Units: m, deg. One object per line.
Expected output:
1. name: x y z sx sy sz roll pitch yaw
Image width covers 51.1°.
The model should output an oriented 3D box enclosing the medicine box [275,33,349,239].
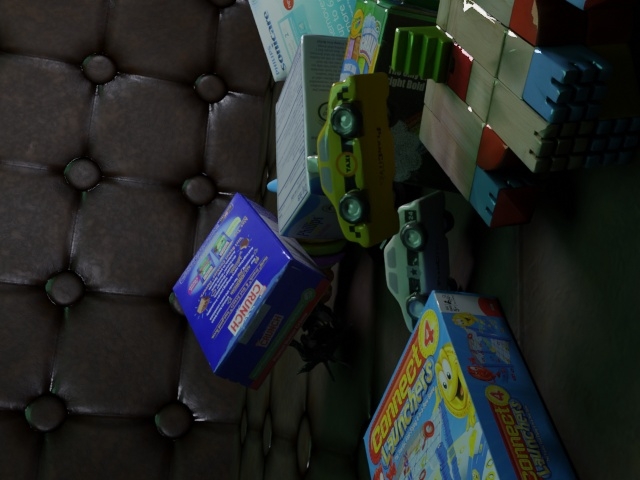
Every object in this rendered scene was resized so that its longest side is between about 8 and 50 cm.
1. medicine box: 0.014 -0.173 1.213 0.263 0.149 0.290 133 136 -70

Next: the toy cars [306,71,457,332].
1. toy cars: 0.079 -0.030 0.828 0.394 0.087 0.177 54 -130 -43

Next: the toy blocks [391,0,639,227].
1. toy blocks: 0.208 -0.168 0.657 0.261 0.190 0.382 -114 22 -49

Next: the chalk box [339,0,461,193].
1. chalk box: 0.135 -0.239 0.936 0.179 0.180 0.289 -114 35 -64

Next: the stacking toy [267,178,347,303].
1. stacking toy: 0.000 0.000 1.477 0.175 0.165 0.302 17 117 47

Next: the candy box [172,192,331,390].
1. candy box: -0.150 0.093 1.359 0.268 0.122 0.317 -55 35 9

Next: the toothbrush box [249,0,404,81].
1. toothbrush box: 0.008 -0.451 1.244 0.295 0.126 0.217 -12 98 51

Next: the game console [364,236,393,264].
1. game console: 0.121 -0.034 1.238 0.107 0.071 0.122 56 148 23

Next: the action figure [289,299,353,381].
1. action figure: -0.045 0.167 1.400 0.164 0.141 0.276 -48 51 16

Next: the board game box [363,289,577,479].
1. board game box: 0.155 0.272 0.786 0.302 0.086 0.308 -101 22 -51
